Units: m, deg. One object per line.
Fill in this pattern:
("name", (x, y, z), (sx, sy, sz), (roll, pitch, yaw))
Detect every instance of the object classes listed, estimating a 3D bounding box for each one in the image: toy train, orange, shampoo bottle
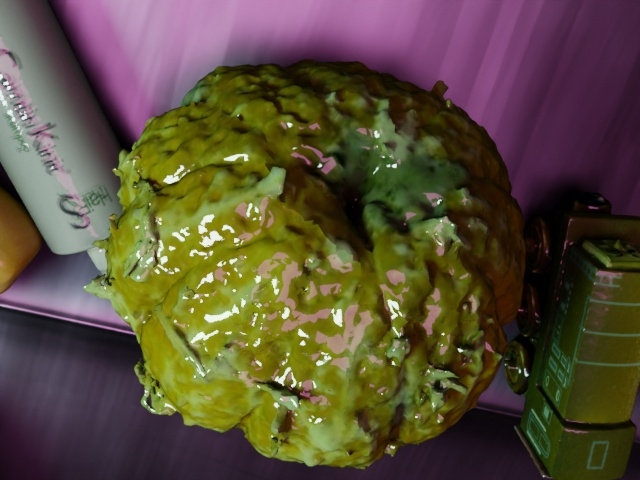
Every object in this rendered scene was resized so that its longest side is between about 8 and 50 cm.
("toy train", (0.219, 0.078, 0.685), (0.090, 0.137, 0.225), (2, 111, -7))
("orange", (0.000, 0.000, 0.567), (0.301, 0.223, 0.300), (25, 68, -4))
("shampoo bottle", (-0.201, -0.077, 0.613), (0.085, 0.085, 0.262), (-22, 112, 3))

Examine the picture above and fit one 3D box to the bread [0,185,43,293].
("bread", (-0.319, -0.055, 0.613), (0.239, 0.074, 0.092), (44, 141, -18))
